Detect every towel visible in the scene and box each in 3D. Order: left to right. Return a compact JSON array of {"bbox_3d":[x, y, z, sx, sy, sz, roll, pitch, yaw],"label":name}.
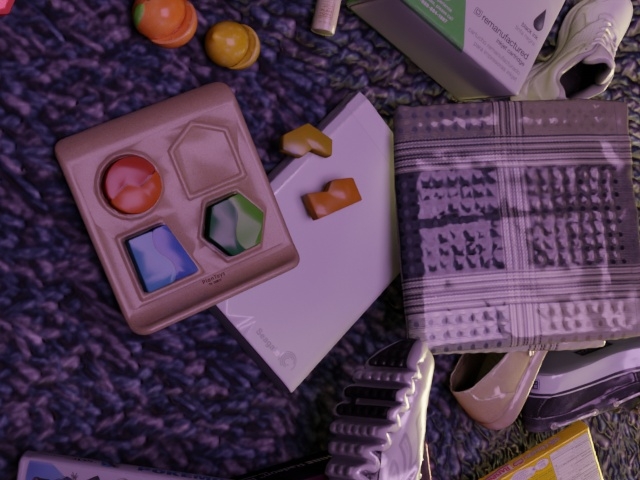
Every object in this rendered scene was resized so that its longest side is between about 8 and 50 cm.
[{"bbox_3d":[0.246,-0.018,1.442,0.324,0.056,0.312,-3,84,-15],"label":"towel"}]

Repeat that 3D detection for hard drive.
[{"bbox_3d":[0.000,0.000,1.393,0.307,0.040,0.203,-47,113,-20],"label":"hard drive"}]

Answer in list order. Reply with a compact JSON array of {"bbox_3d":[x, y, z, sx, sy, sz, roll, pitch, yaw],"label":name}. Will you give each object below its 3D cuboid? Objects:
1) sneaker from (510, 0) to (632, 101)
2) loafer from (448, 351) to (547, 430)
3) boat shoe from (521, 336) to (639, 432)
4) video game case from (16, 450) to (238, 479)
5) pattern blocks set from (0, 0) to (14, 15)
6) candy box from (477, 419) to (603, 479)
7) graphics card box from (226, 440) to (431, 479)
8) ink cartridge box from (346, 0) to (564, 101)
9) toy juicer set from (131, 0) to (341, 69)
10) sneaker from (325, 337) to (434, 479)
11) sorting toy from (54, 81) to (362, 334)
[{"bbox_3d":[0.357,-0.239,1.537,0.090,0.115,0.232,45,72,-24],"label":"sneaker"},{"bbox_3d":[0.245,0.109,1.502,0.092,0.102,0.268,26,80,-34],"label":"loafer"},{"bbox_3d":[0.404,0.188,1.591,0.306,0.113,0.104,-15,107,-27],"label":"boat shoe"},{"bbox_3d":[-0.184,0.400,1.222,0.300,0.036,0.328,9,96,-3],"label":"video game case"},{"bbox_3d":[-0.485,-0.258,1.113,0.325,0.026,0.285,-37,109,-22],"label":"pattern blocks set"},{"bbox_3d":[0.270,0.324,1.528,0.206,0.027,0.105,-28,124,-10],"label":"candy box"},{"bbox_3d":[-0.031,0.379,1.365,0.371,0.094,0.232,-10,96,-28],"label":"graphics card box"},{"bbox_3d":[0.198,-0.350,1.438,0.211,0.121,0.289,34,76,-27],"label":"ink cartridge box"},{"bbox_3d":[-0.066,-0.300,1.311,0.329,0.089,0.209,-10,97,-29],"label":"toy juicer set"},{"bbox_3d":[0.070,0.254,1.319,0.118,0.110,0.292,27,77,-30],"label":"sneaker"},{"bbox_3d":[-0.110,-0.057,1.293,0.307,0.041,0.229,-24,93,-22],"label":"sorting toy"}]
